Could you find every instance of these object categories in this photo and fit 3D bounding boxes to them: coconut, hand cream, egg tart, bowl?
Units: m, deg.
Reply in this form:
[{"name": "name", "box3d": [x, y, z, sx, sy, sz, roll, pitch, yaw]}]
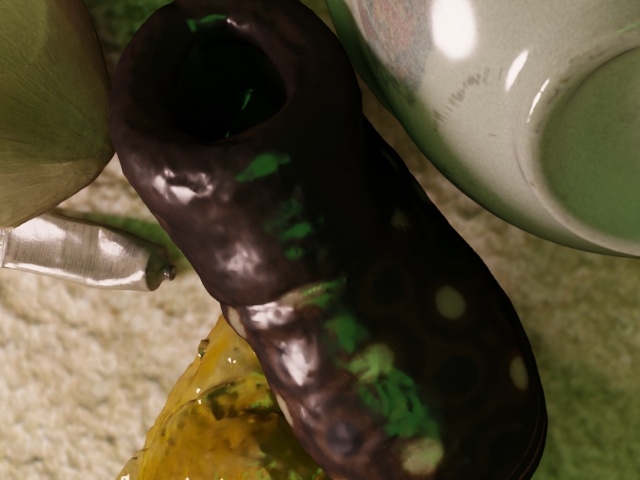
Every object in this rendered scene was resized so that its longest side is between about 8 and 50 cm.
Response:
[{"name": "coconut", "box3d": [-0.257, -0.106, 1.123, 0.234, 0.224, 0.224, 30, 103, 4]}, {"name": "hand cream", "box3d": [-0.191, 0.009, 1.218, 0.165, 0.037, 0.057, 13, 100, 20]}, {"name": "egg tart", "box3d": [-0.019, 0.245, 1.141, 0.339, 0.153, 0.351, 40, 104, 4]}, {"name": "bowl", "box3d": [0.206, -0.117, 0.899, 0.435, 0.196, 0.435, 2, 135, 2]}]

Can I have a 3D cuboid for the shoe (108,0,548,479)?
[{"name": "shoe", "box3d": [0.000, 0.000, 0.988, 0.171, 0.237, 0.384, -31, 58, 4]}]
